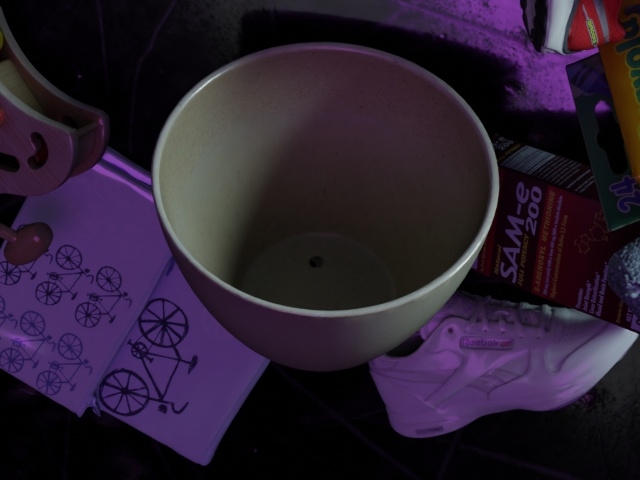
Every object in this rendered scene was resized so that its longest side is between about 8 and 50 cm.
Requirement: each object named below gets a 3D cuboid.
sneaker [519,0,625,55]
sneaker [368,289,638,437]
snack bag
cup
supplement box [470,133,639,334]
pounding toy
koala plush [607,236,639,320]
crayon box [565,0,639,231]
[{"bbox_3d":[0.253,-0.298,1.468,0.118,0.107,0.279,-5,128,-13],"label":"sneaker"},{"bbox_3d":[0.188,0.112,1.742,0.305,0.114,0.152,-20,111,20],"label":"sneaker"},{"bbox_3d":[-0.209,0.082,1.855,0.343,0.037,0.323,31,117,-4],"label":"snack bag"},{"bbox_3d":[0.000,0.000,1.644,0.331,0.331,0.237,12,145,6],"label":"cup"},{"bbox_3d":[0.256,-0.006,1.646,0.239,0.073,0.130,21,123,28],"label":"supplement box"},{"bbox_3d":[-0.330,-0.111,1.694,0.154,0.155,0.269,-23,99,30],"label":"pounding toy"},{"bbox_3d":[0.419,0.048,1.496,0.221,0.196,0.203,-42,136,7],"label":"koala plush"},{"bbox_3d":[0.382,-0.161,1.518,0.323,0.203,0.083,-22,147,21],"label":"crayon box"}]
